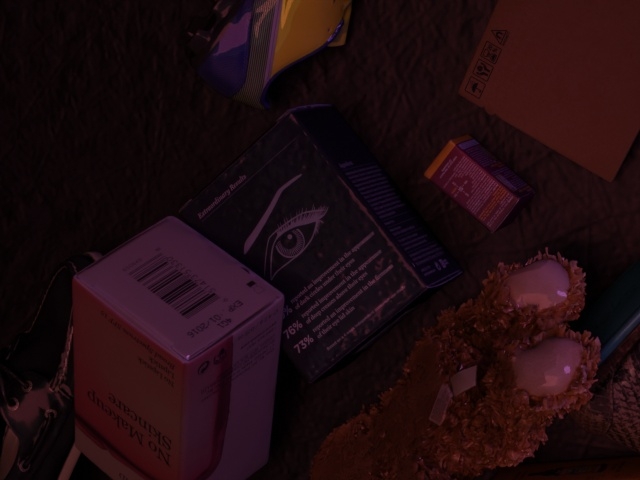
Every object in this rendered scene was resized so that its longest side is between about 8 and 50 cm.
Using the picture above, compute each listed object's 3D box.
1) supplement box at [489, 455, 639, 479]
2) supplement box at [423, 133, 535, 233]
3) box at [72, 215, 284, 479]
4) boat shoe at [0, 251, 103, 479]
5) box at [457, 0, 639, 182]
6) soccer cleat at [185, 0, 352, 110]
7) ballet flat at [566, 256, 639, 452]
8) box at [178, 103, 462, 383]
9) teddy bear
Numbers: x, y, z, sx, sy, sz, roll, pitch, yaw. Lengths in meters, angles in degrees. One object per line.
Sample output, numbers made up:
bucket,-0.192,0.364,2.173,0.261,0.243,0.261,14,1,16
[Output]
supplement box,0.261,0.237,1.474,0.233,0.078,0.080,-5,98,23
supplement box,0.142,-0.051,1.492,0.083,0.055,0.043,42,111,12
box,-0.133,0.122,1.522,0.148,0.127,0.232,34,139,27
boat shoe,-0.296,0.165,1.644,0.127,0.113,0.340,51,126,53
box,0.224,-0.171,1.432,0.164,0.021,0.201,32,124,15
soccer cleat,-0.003,-0.244,1.521,0.121,0.093,0.289,36,107,-19
ballet flat,0.381,-0.012,1.369,0.182,0.164,0.483,28,113,-7
box,0.000,0.000,1.526,0.153,0.108,0.207,-39,82,22
teddy bear,0.129,0.153,1.452,0.338,0.113,0.245,-56,32,21
